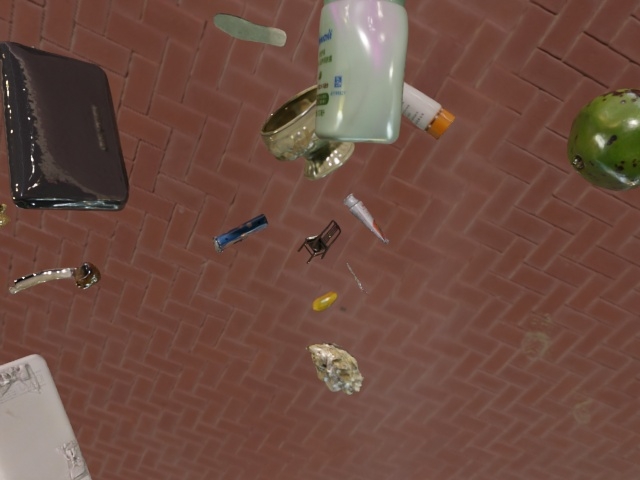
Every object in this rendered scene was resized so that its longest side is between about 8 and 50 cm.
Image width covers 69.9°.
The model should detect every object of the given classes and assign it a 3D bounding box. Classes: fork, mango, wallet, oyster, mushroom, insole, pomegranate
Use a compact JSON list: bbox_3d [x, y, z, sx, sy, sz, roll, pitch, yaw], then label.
[{"bbox_3d":[0.107,0.115,1.336,0.012,0.016,0.115,-33,86,-22],"label":"fork"},{"bbox_3d":[0.019,0.245,1.839,0.114,0.079,0.057,-37,78,10],"label":"mango"},{"bbox_3d":[-0.299,-0.027,1.685,0.202,0.141,0.059,-29,88,-18],"label":"wallet"},{"bbox_3d":[0.048,0.372,1.307,0.133,0.072,0.208,-12,111,9],"label":"oyster"},{"bbox_3d":[-0.592,0.086,1.029,0.187,0.061,0.059,-7,90,-8],"label":"mushroom"},{"bbox_3d":[-0.185,-0.551,1.204,0.192,0.010,0.063,12,146,-9],"label":"insole"},{"bbox_3d":[-0.348,-0.156,0.627,0.149,0.249,0.044,1,157,-45],"label":"wallet"},{"bbox_3d":[0.767,-0.258,1.149,0.271,0.254,0.254,-32,114,17],"label":"pomegranate"}]

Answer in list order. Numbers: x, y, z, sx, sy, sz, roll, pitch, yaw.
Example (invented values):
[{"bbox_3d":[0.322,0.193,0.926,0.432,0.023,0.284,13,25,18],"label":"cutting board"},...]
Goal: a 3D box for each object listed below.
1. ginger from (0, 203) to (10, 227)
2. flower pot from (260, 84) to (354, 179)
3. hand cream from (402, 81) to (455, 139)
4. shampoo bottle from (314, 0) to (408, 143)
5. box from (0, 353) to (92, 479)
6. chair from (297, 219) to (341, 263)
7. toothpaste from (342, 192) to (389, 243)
[{"bbox_3d":[-0.854,-0.004,1.133,0.053,0.176,0.193,29,134,16],"label":"ginger"},{"bbox_3d":[-0.030,-0.363,1.597,0.308,0.307,0.244,-29,119,19],"label":"flower pot"},{"bbox_3d":[0.255,-0.427,1.392,0.314,0.139,0.089,35,96,-1],"label":"hand cream"},{"bbox_3d":[0.073,-0.351,0.813,0.152,0.222,0.348,1,104,-12],"label":"shampoo bottle"},{"bbox_3d":[-0.446,0.327,0.710,0.044,0.142,0.284,-23,87,16],"label":"box"},{"bbox_3d":[0.000,0.000,2.005,0.102,0.212,0.084,-18,116,39],"label":"chair"},{"bbox_3d":[0.180,-0.077,1.753,0.057,0.089,0.234,-40,89,15],"label":"toothpaste"}]
